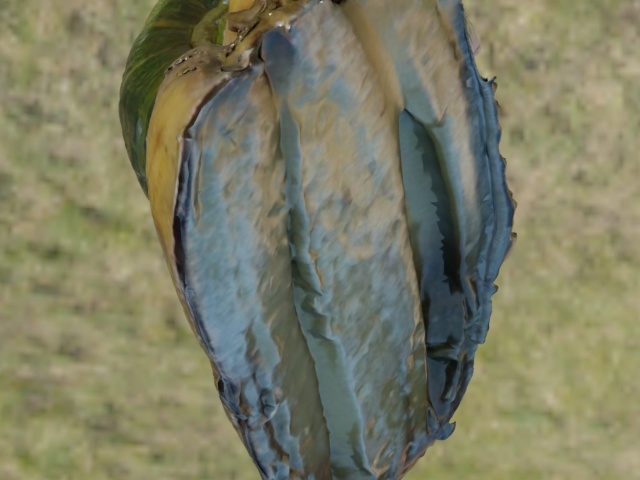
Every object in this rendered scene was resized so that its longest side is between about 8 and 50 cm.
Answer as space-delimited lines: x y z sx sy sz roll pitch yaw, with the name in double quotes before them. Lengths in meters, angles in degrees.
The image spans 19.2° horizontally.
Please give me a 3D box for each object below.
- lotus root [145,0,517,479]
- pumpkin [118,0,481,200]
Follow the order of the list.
"lotus root" 0.000 0.000 0.785 0.078 0.167 0.329 38 155 31
"pumpkin" -0.014 -0.099 1.311 0.260 0.260 0.189 -14 137 31
